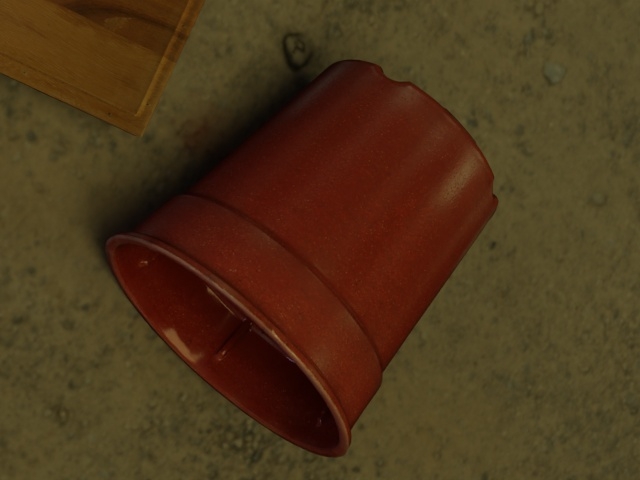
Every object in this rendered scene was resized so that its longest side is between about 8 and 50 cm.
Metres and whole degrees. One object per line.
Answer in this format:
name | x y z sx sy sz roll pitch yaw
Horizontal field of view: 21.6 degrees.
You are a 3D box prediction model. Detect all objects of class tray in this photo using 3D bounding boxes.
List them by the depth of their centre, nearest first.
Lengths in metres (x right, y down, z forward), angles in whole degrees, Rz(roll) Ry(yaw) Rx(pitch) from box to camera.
tray | -0.280 -0.255 1.328 0.411 0.076 0.203 24 91 -34

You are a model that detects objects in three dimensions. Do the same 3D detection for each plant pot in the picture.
plant pot | 0.000 0.000 1.469 0.265 0.272 0.272 -48 122 -19
